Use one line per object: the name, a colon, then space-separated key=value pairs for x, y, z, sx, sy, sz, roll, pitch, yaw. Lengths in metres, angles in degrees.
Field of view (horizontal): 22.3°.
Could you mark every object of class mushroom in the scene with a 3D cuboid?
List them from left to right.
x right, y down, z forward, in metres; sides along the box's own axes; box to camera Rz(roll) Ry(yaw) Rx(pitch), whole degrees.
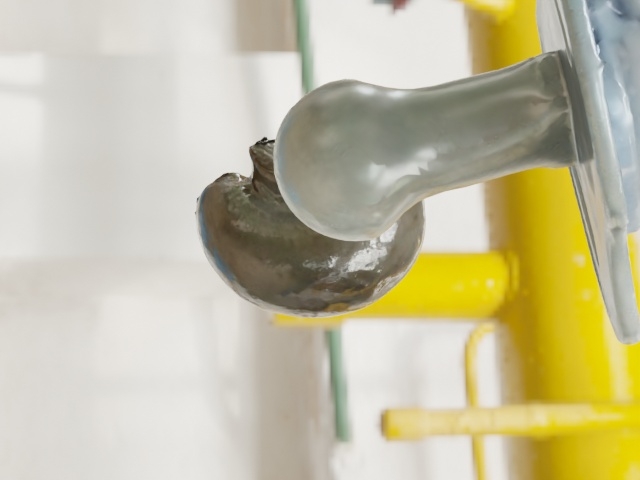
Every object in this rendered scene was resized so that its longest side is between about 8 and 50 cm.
mushroom: x=0.000 y=0.000 z=1.301 sx=0.141 sy=0.188 sz=0.117 roll=90 pitch=-14 yaw=-48

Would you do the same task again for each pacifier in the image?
pacifier: x=0.083 y=-0.069 z=0.814 sx=0.287 sy=0.225 sz=0.238 roll=70 pitch=7 yaw=-62
